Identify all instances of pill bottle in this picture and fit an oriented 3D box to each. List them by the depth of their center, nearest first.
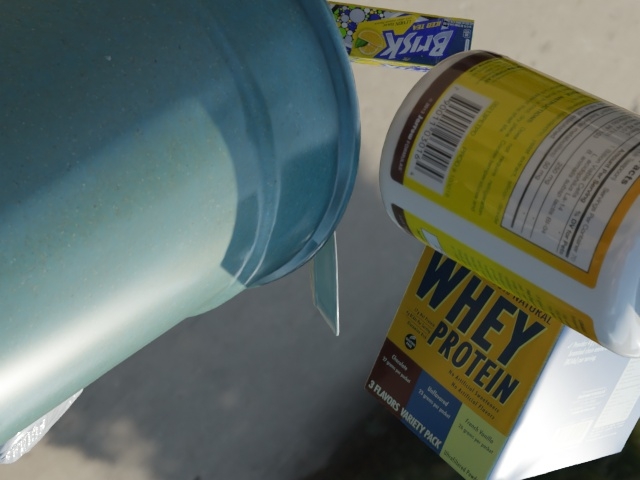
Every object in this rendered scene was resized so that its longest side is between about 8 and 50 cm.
[{"bbox_3d":[0.142,-0.015,0.706,0.117,0.215,0.117,-28,134,-34],"label":"pill bottle"}]

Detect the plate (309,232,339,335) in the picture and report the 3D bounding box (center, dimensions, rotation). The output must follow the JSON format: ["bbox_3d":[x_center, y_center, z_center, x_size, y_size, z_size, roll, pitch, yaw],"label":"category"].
[{"bbox_3d":[0.000,0.000,1.290,0.024,0.188,0.188,-4,142,-1],"label":"plate"}]

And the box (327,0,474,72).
[{"bbox_3d":[0.079,-0.218,1.431,0.054,0.169,0.059,-25,123,-88],"label":"box"}]

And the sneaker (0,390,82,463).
[{"bbox_3d":[-0.289,0.092,1.068,0.101,0.153,0.268,-48,169,-7],"label":"sneaker"}]

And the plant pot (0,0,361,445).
[{"bbox_3d":[-0.200,-0.039,0.835,0.334,0.341,0.341,-43,155,-48],"label":"plant pot"}]

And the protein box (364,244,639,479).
[{"bbox_3d":[0.177,0.061,1.034,0.200,0.136,0.201,-3,123,-46],"label":"protein box"}]
